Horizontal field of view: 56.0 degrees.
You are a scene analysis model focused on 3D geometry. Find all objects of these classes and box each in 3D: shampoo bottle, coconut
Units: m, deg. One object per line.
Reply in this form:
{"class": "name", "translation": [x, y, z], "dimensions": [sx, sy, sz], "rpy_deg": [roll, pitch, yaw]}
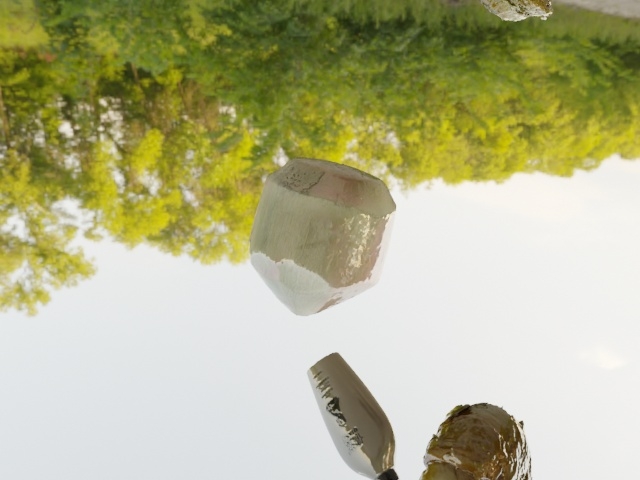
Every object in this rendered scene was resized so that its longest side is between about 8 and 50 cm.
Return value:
{"class": "shampoo bottle", "translation": [0.064, 0.334, 1.104], "dimensions": [0.078, 0.127, 0.256], "rpy_deg": [8, -138, -53]}
{"class": "coconut", "translation": [0.000, 0.000, 0.698], "dimensions": [0.171, 0.182, 0.171], "rpy_deg": [14, -165, -4]}

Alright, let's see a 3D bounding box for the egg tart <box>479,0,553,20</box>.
{"class": "egg tart", "translation": [0.195, -0.275, 0.641], "dimensions": [0.052, 0.130, 0.130], "rpy_deg": [-44, 168, 33]}

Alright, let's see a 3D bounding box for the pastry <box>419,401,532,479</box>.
{"class": "pastry", "translation": [0.157, 0.238, 0.604], "dimensions": [0.153, 0.153, 0.081], "rpy_deg": [-13, -160, -40]}
